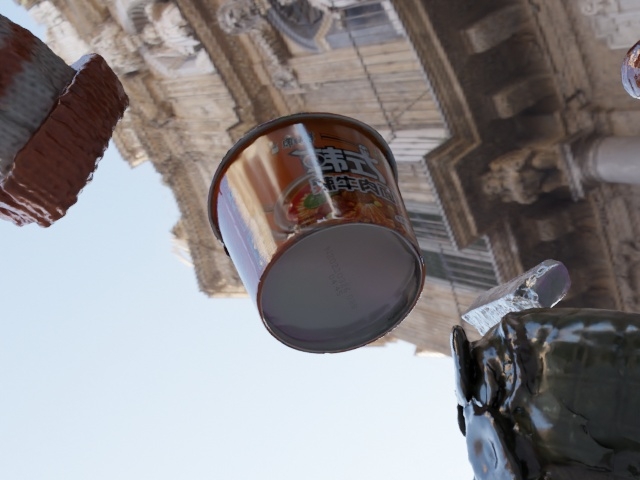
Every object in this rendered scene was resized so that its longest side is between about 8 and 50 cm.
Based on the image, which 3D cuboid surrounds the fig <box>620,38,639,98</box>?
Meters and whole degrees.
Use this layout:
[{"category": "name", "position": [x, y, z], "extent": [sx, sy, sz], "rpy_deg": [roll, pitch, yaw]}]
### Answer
[{"category": "fig", "position": [0.531, -0.282, 1.337], "extent": [0.128, 0.128, 0.150], "rpy_deg": [-37, -90, -23]}]

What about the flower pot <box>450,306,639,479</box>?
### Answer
[{"category": "flower pot", "position": [0.257, 0.189, 0.817], "extent": [0.302, 0.302, 0.213], "rpy_deg": [22, -108, -31]}]

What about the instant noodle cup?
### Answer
[{"category": "instant noodle cup", "position": [0.000, 0.000, 1.003], "extent": [0.251, 0.192, 0.250], "rpy_deg": [-8, -52, -10]}]

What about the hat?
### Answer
[{"category": "hat", "position": [-0.185, -0.086, 0.423], "extent": [0.162, 0.094, 0.112], "rpy_deg": [44, -147, -26]}]

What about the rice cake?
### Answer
[{"category": "rice cake", "position": [0.278, 0.092, 1.243], "extent": [0.056, 0.365, 0.073], "rpy_deg": [44, -101, 6]}]
